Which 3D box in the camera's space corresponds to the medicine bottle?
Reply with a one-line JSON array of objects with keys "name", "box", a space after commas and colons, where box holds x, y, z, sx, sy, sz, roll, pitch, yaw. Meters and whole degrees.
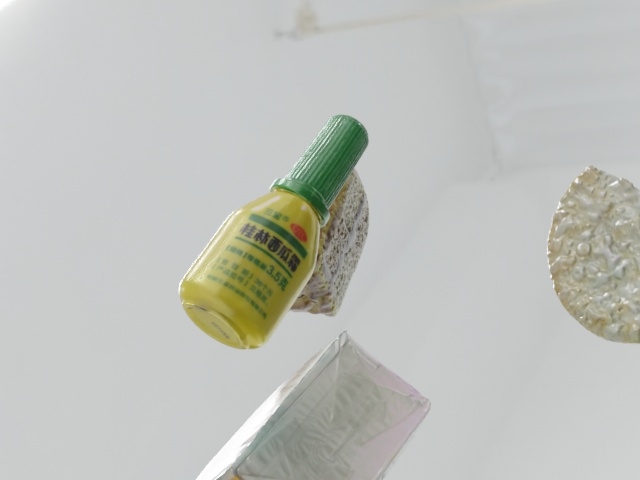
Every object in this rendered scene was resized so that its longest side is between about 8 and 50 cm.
[{"name": "medicine bottle", "box": [-0.039, -0.018, 1.609, 0.111, 0.076, 0.309, 38, -122, -7]}]

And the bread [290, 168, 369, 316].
[{"name": "bread", "box": [0.000, 0.000, 2.157, 0.181, 0.096, 0.222, 77, -155, -43]}]

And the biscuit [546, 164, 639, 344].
[{"name": "biscuit", "box": [0.386, 0.015, 1.918, 0.040, 0.188, 0.265, 42, -141, -54]}]

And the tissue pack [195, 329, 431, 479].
[{"name": "tissue pack", "box": [-0.027, 0.214, 1.368, 0.124, 0.225, 0.185, 40, -123, -2]}]
